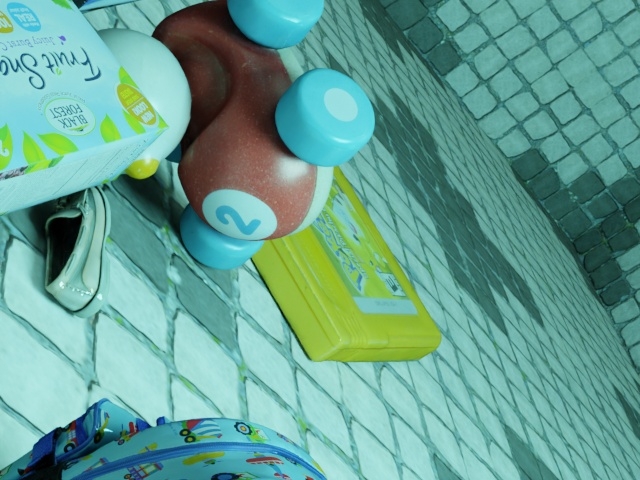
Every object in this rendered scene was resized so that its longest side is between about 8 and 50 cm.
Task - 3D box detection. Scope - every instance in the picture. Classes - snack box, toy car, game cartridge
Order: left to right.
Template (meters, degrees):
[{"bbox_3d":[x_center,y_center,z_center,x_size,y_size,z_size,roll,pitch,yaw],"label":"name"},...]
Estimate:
[{"bbox_3d":[-0.216,-0.107,0.817,0.174,0.070,0.207,53,26,5],"label":"snack box"},{"bbox_3d":[-0.125,-0.091,0.995,0.238,0.219,0.210,-8,68,-36],"label":"toy car"},{"bbox_3d":[0.000,0.000,1.351,0.285,0.053,0.324,59,15,15],"label":"game cartridge"}]

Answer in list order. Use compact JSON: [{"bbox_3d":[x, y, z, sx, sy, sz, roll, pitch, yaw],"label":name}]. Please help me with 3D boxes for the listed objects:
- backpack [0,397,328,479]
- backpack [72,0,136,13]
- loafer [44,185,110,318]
[{"bbox_3d":[-0.069,0.145,0.602,0.158,0.173,0.117,40,21,-41],"label":"backpack"},{"bbox_3d":[-0.158,-0.308,1.017,0.213,0.264,0.276,-110,-169,-74],"label":"backpack"},{"bbox_3d":[-0.170,-0.003,0.866,0.039,0.045,0.125,34,28,-38],"label":"loafer"}]
